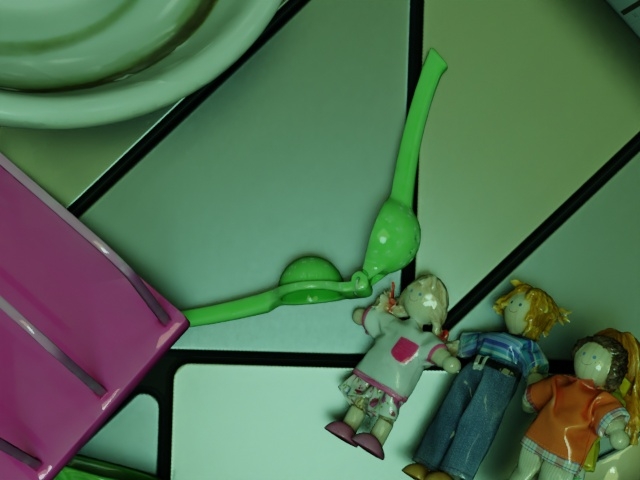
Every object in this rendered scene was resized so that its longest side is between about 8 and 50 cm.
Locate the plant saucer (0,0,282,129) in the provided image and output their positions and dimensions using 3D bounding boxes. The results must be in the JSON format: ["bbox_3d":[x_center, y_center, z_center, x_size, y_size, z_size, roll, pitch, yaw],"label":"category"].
[{"bbox_3d":[-0.210,-0.252,1.269,0.400,0.100,0.401,7,70,-19],"label":"plant saucer"}]

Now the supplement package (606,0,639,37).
[{"bbox_3d":[0.328,-0.177,1.279,0.177,0.175,0.293,-43,91,-1],"label":"supplement package"}]

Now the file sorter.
[{"bbox_3d":[-0.271,0.080,1.229,0.202,0.182,0.291,39,82,16],"label":"file sorter"}]

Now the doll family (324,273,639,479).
[{"bbox_3d":[0.135,0.110,1.292,0.118,0.263,0.163,38,78,-43],"label":"doll family"}]

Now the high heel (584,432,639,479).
[{"bbox_3d":[0.194,0.154,1.320,0.186,0.093,0.261,22,97,-5],"label":"high heel"}]

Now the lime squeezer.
[{"bbox_3d":[0.000,0.000,1.337,0.310,0.059,0.110,-41,91,1],"label":"lime squeezer"}]

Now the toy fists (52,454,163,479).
[{"bbox_3d":[-0.106,0.250,1.318,0.279,0.096,0.142,14,91,-2],"label":"toy fists"}]
